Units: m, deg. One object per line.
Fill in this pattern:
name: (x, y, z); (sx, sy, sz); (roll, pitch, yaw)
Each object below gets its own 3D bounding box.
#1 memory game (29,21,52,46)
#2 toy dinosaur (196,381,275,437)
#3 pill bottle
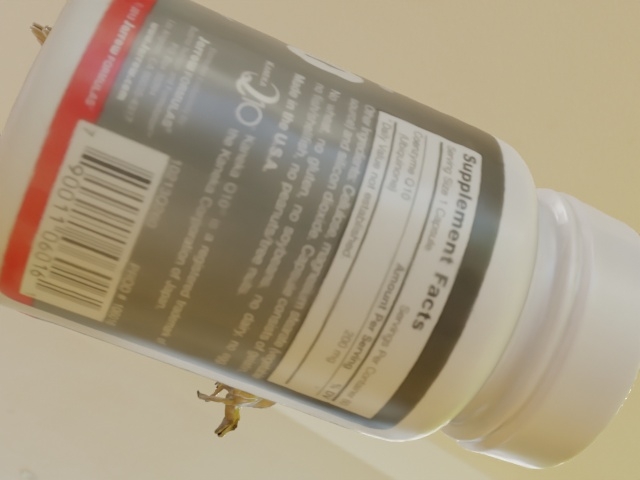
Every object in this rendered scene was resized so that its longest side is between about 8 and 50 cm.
memory game: (-0.216, -0.160, 0.868); (0.186, 0.012, 0.186); (33, -6, 4)
toy dinosaur: (-0.085, 0.174, 1.014); (0.093, 0.053, 0.183); (33, -49, -24)
pill bottle: (0.000, 0.000, 0.411); (0.283, 0.161, 0.161); (22, -46, -12)
